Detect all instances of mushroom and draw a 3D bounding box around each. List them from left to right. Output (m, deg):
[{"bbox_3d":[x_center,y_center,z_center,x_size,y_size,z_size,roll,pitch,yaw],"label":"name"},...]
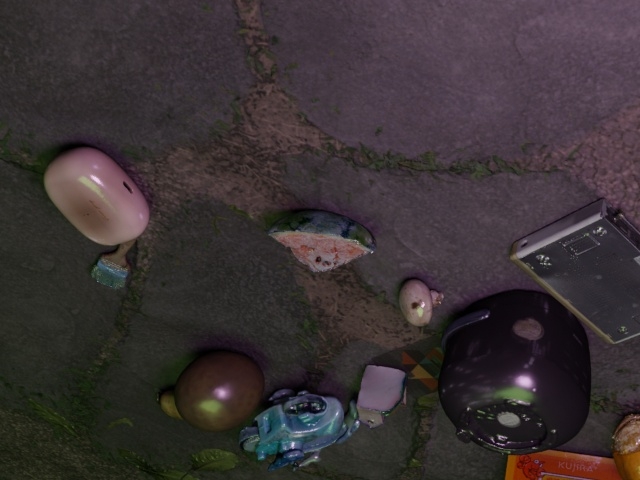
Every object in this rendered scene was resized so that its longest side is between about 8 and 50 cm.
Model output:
[{"bbox_3d":[0.180,0.106,1.909,0.079,0.085,0.085,-14,140,-16],"label":"mushroom"}]

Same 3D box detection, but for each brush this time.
[{"bbox_3d":[-0.377,0.028,2.051,0.070,0.021,0.196,26,138,-11],"label":"brush"}]

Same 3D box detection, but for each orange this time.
[{"bbox_3d":[0.605,0.390,2.004,0.134,0.156,0.156,-15,132,6],"label":"orange"}]

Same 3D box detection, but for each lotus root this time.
[{"bbox_3d":[-0.287,0.356,2.342,0.152,0.063,0.072,3,127,21],"label":"lotus root"}]

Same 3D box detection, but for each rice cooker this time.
[{"bbox_3d":[0.333,0.236,1.872,0.267,0.224,0.267,11,140,9],"label":"rice cooker"}]

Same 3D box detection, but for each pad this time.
[{"bbox_3d":[0.217,0.238,2.081,0.211,0.003,0.143,-26,122,39],"label":"pad"}]

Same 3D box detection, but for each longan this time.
[{"bbox_3d":[-0.196,0.302,2.189,0.185,0.159,0.204,-26,162,18],"label":"longan"}]

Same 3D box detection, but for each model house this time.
[{"bbox_3d":[0.121,0.313,2.118,0.088,0.100,0.100,9,143,14],"label":"model house"}]

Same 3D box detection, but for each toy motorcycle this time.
[{"bbox_3d":[-0.039,0.382,2.235,0.206,0.154,0.260,16,140,-35],"label":"toy motorcycle"}]

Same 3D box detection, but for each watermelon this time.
[{"bbox_3d":[0.000,0.000,1.859,0.187,0.071,0.139,10,146,-3],"label":"watermelon"}]

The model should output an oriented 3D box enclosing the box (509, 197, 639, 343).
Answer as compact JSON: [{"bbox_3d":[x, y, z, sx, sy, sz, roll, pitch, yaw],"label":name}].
[{"bbox_3d":[0.469,0.058,1.766,0.270,0.045,0.211,40,135,-23],"label":"box"}]

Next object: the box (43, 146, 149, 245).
[{"bbox_3d":[-0.387,-0.076,1.891,0.146,0.088,0.200,-15,128,30],"label":"box"}]

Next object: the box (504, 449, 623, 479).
[{"bbox_3d":[0.504,0.573,2.185,0.284,0.213,0.259,5,134,12],"label":"box"}]
